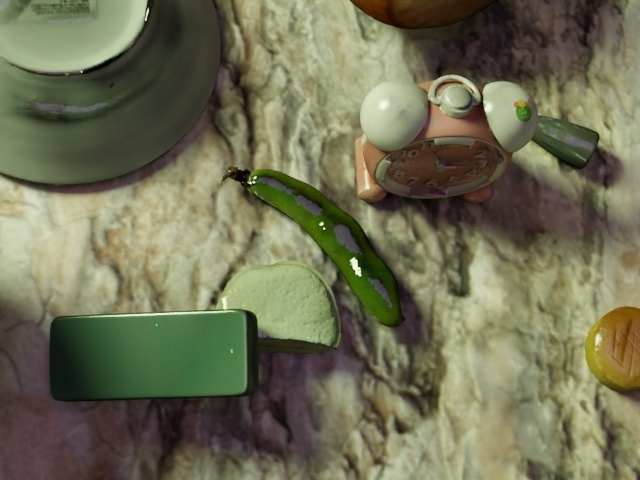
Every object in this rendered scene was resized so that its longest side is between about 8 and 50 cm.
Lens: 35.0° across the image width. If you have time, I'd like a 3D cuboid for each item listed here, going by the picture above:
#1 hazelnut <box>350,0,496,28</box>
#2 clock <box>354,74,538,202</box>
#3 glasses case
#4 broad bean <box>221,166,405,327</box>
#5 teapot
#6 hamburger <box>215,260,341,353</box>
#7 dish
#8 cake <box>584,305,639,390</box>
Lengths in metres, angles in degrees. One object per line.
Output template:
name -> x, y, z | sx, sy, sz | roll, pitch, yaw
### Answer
hazelnut -> 0.104, -0.313, 1.035 | 0.214, 0.176, 0.214 | 1, 42, -1
clock -> 0.112, -0.105, 0.975 | 0.166, 0.162, 0.092 | 1, 70, -8
glasses case -> -0.148, 0.102, 0.905 | 0.184, 0.039, 0.077 | -3, 81, 10
broad bean -> 0.003, -0.004, 0.992 | 0.227, 0.039, 0.069 | 39, 59, 7
teapot -> 0.231, -0.115, 1.057 | 0.111, 0.043, 0.042 | 25, 71, 3
hamburger -> -0.040, 0.062, 0.961 | 0.121, 0.054, 0.084 | 6, 68, -9
dish -> -0.249, -0.216, 0.988 | 0.317, 0.106, 0.316 | 2, 73, -7
cake -> 0.302, 0.107, 0.995 | 0.084, 0.044, 0.084 | 2, 73, -5
